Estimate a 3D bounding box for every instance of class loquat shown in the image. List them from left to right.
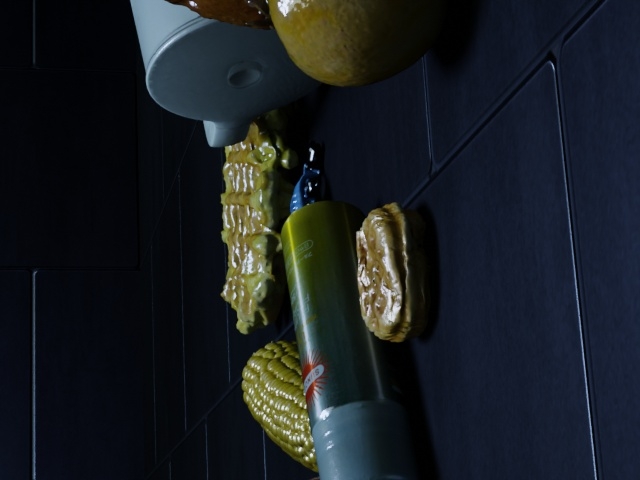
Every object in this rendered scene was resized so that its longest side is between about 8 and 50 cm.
[{"bbox_3d":[0.024,-0.187,1.043,0.137,0.163,0.163,54,-156,-56],"label":"loquat"}]

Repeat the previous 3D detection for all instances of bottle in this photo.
[{"bbox_3d":[0.023,0.098,1.169,0.082,0.082,0.286,105,160,-48],"label":"bottle"}]

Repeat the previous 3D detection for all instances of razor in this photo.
[{"bbox_3d":[0.000,0.000,1.367,0.253,0.042,0.082,-109,24,-54],"label":"razor"}]

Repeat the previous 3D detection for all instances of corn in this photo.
[{"bbox_3d":[-0.014,0.155,1.315,0.260,0.091,0.091,-153,56,-75],"label":"corn"}]

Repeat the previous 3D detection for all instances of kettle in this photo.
[{"bbox_3d":[-0.119,-0.287,1.437,0.265,0.205,0.318,-36,58,40],"label":"kettle"}]

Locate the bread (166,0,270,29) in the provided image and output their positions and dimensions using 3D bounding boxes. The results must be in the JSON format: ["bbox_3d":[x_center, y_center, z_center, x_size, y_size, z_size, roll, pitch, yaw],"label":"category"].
[{"bbox_3d":[-0.060,-0.293,1.222,0.135,0.247,0.232,115,165,-59],"label":"bread"}]

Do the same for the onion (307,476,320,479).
[{"bbox_3d":[0.018,0.245,1.180,0.107,0.097,0.107,52,178,3],"label":"onion"}]

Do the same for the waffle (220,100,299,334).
[{"bbox_3d":[-0.075,-0.060,1.641,0.302,0.068,0.325,103,160,-44],"label":"waffle"}]

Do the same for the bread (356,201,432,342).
[{"bbox_3d":[0.059,0.025,1.103,0.083,0.044,0.110,144,124,-70],"label":"bread"}]
